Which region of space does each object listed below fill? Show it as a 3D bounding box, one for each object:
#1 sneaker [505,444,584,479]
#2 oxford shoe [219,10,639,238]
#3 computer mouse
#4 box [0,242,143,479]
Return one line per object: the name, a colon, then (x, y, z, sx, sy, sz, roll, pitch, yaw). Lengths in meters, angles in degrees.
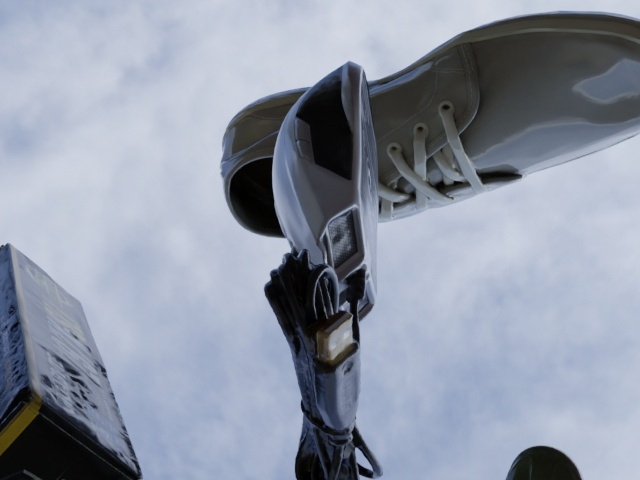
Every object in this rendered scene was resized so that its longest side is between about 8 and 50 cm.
sneaker: (0.131, 0.216, 0.628, 0.064, 0.086, 0.192, 4, -111, 20)
oxford shoe: (0.097, -0.084, 0.916, 0.449, 0.169, 0.130, -10, -137, 28)
computer mouse: (0.000, 0.000, 0.414, 0.042, 0.106, 0.193, -6, -139, 8)
box: (-0.239, 0.150, 0.606, 0.257, 0.322, 0.079, -46, -68, -3)
